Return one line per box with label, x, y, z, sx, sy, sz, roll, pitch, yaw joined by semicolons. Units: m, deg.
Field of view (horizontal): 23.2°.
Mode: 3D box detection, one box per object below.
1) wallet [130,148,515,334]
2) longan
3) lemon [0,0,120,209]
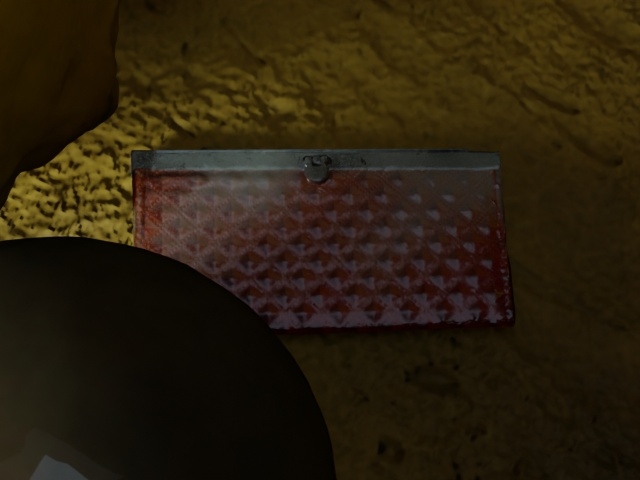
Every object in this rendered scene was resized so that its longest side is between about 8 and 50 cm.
wallet;0.000;0.000;0.810;0.196;0.020;0.103;-1;70;-5
longan;-0.117;0.123;0.635;0.258;0.258;0.258;1;70;-4
lemon;-0.233;-0.119;0.646;0.297;0.297;0.297;1;70;-4
